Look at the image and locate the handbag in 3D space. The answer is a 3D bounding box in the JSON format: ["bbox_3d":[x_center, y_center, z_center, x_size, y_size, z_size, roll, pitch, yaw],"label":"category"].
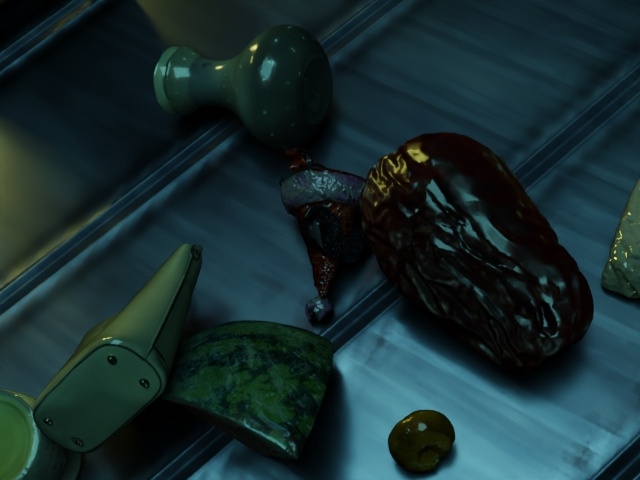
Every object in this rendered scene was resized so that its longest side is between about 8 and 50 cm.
[{"bbox_3d":[-0.255,0.112,1.406,0.241,0.109,0.315,-40,22,25],"label":"handbag"}]

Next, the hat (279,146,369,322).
[{"bbox_3d":[0.001,-0.001,1.490,0.129,0.140,0.227,-2,74,20],"label":"hat"}]

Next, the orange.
[{"bbox_3d":[0.123,0.248,1.359,0.086,0.086,0.062,-22,38,-2],"label":"orange"}]

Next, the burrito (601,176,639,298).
[{"bbox_3d":[0.458,-0.047,1.464,0.082,0.059,0.275,14,64,32],"label":"burrito"}]

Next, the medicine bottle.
[{"bbox_3d":[-0.397,0.273,1.393,0.147,0.143,0.147,-4,68,10],"label":"medicine bottle"}]

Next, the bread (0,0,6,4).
[{"bbox_3d":[-0.627,-0.564,1.749,0.390,0.371,0.279,-30,66,-2],"label":"bread"}]

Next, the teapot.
[{"bbox_3d":[-0.116,-0.230,1.607,0.251,0.183,0.183,7,63,27],"label":"teapot"}]

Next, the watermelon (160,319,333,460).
[{"bbox_3d":[-0.106,0.185,1.391,0.260,0.256,0.176,25,113,13],"label":"watermelon"}]

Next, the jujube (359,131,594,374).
[{"bbox_3d":[0.207,0.016,1.406,0.216,0.216,0.342,-36,68,-10],"label":"jujube"}]
